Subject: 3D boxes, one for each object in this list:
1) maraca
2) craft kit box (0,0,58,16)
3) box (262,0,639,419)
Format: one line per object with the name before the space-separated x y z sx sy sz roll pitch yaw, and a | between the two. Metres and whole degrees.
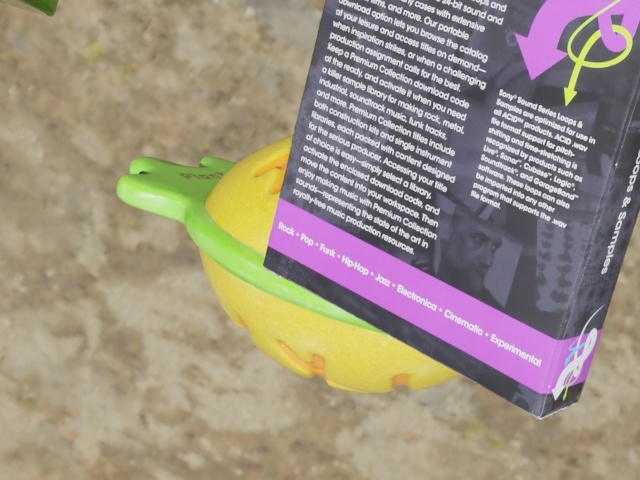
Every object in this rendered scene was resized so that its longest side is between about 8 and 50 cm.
maraca | 0.000 0.000 0.585 0.186 0.127 0.099 27 107 37
craft kit box | -0.133 -0.227 0.511 0.061 0.246 0.250 21 -178 16
box | 0.048 -0.044 0.439 0.116 0.029 0.162 28 115 34
